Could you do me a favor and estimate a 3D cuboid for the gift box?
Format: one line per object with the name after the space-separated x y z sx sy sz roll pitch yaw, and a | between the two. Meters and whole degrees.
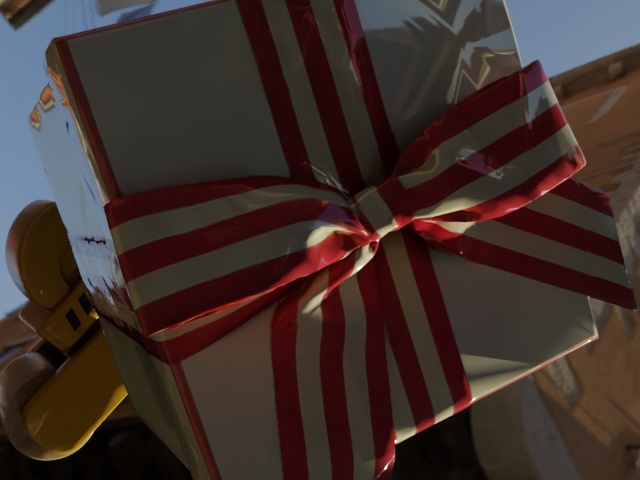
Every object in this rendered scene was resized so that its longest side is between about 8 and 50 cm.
0.000 0.000 0.467 0.258 0.255 0.276 -2 -67 67 | gift box

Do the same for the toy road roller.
-0.340 0.092 1.072 0.240 0.329 0.202 45 -18 -24 | toy road roller
